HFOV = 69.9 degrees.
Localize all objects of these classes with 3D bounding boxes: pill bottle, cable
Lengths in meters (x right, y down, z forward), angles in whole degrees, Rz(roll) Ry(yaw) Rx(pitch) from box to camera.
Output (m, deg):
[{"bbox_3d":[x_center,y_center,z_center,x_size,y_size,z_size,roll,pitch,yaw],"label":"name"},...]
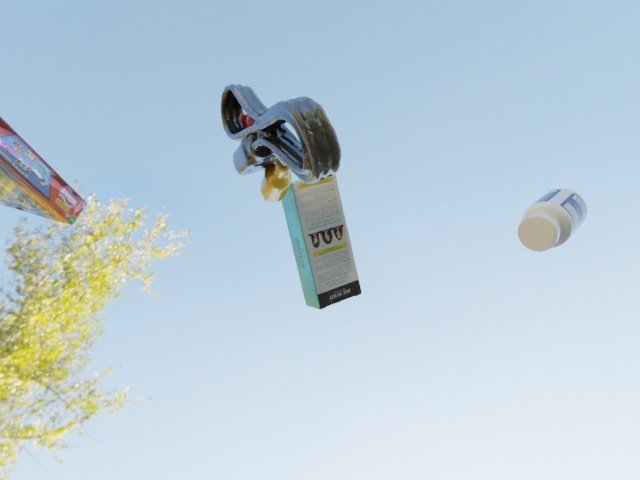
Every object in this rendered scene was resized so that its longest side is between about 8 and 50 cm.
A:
[{"bbox_3d":[0.533,-0.045,1.062,0.112,0.187,0.111,22,-56,37],"label":"pill bottle"},{"bbox_3d":[-0.040,-0.111,0.455,0.072,0.287,0.139,-17,-83,-21],"label":"cable"}]

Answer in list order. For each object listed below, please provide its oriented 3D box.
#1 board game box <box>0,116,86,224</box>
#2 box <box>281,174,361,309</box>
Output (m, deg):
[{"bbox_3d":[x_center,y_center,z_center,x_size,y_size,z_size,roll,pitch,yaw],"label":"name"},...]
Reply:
[{"bbox_3d":[-0.284,-0.107,0.283,0.145,0.027,0.281,16,-26,15],"label":"board game box"},{"bbox_3d":[0.000,0.000,0.882,0.101,0.060,0.244,-17,-81,-29],"label":"box"}]
